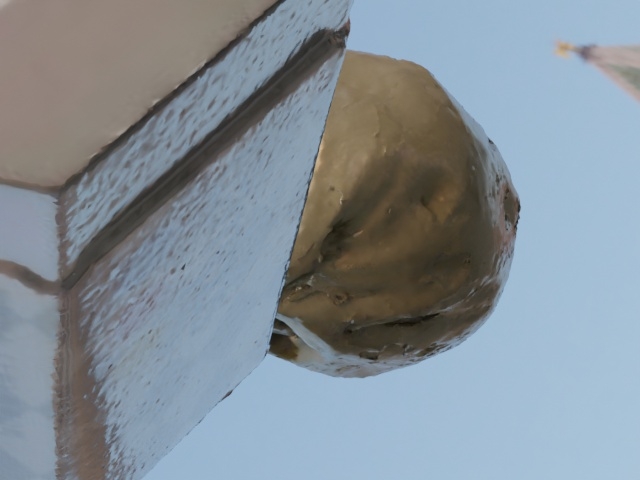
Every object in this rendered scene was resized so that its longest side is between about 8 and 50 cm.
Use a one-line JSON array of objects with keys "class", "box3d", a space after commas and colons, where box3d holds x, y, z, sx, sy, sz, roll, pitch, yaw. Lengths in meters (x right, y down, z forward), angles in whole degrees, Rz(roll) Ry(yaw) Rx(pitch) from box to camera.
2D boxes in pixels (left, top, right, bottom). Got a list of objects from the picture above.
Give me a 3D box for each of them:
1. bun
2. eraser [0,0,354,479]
[{"class": "bun", "box3d": [0.000, 0.000, 1.184, 0.326, 0.362, 0.234, 31, -120, -26]}, {"class": "eraser", "box3d": [-0.097, 0.015, 0.647, 0.213, 0.082, 0.397, -44, -14, -27]}]
